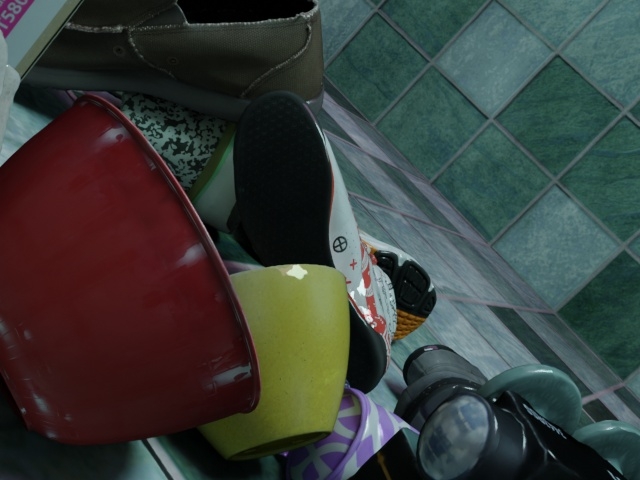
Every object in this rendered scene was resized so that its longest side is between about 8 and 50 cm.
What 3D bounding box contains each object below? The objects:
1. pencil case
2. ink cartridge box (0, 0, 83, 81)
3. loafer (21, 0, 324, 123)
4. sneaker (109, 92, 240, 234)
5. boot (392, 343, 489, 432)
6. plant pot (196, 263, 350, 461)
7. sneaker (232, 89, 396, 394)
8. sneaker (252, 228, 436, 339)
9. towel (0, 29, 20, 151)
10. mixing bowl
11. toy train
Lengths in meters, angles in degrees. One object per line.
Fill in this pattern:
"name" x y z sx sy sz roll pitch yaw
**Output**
"pencil case" 0.065 0.184 0.633 0.206 0.088 0.086 39 51 -21
"ink cartridge box" -0.234 -0.198 0.589 0.088 0.235 0.193 26 21 -51
"loafer" -0.163 -0.205 0.788 0.365 0.130 0.134 9 37 -14
"sneaker" -0.146 -0.166 0.971 0.182 0.158 0.410 29 15 -21
"boot" 0.128 0.171 0.832 0.338 0.118 0.223 47 5 -40
"plant pot" -0.038 0.084 0.574 0.134 0.134 0.095 20 51 -59
"sneaker" -0.001 0.001 0.826 0.145 0.090 0.270 -27 99 -79
"sneaker" 0.023 0.011 1.012 0.262 0.099 0.121 37 10 -30
"towel" -0.213 -0.034 0.267 0.049 0.187 0.282 5 -10 29
"mixing bowl" -0.119 0.031 0.444 0.181 0.098 0.181 44 -28 31
"toy train" 0.147 0.209 0.549 0.334 0.190 0.142 36 15 -32
